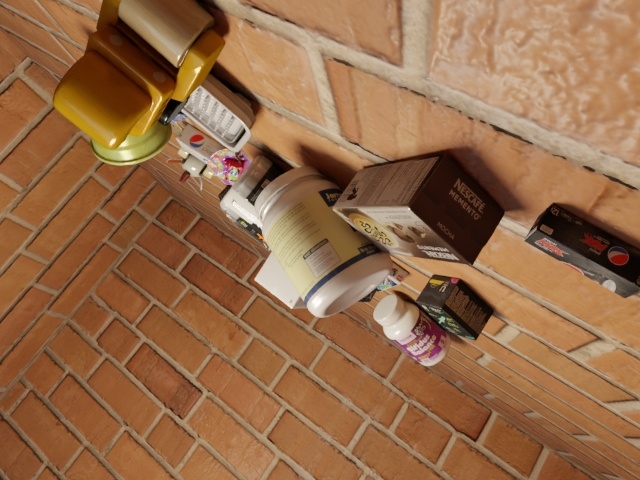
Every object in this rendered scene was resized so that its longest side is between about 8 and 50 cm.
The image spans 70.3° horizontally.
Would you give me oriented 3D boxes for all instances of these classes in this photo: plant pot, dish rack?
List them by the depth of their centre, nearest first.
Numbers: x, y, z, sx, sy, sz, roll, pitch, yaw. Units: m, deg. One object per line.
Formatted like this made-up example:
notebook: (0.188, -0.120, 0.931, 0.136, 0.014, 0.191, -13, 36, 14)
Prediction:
dish rack: (-0.304, -0.370, 1.132, 0.333, 0.072, 0.285, 39, 166, -15)
plant pot: (-0.653, -0.429, 1.464, 0.276, 0.276, 0.253, 31, 153, 21)

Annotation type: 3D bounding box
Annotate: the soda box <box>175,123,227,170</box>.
soda box: (-0.389, -0.311, 1.573, 0.216, 0.073, 0.069, 33, 167, 12)

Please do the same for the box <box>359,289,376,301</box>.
box: (0.078, 0.152, 1.649, 0.183, 0.059, 0.233, 34, -171, 28)

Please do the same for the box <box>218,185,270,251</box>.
box: (-0.310, -0.104, 1.948, 0.242, 0.076, 0.307, 42, -177, -28)

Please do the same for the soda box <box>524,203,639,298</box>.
soda box: (0.405, 0.016, 0.687, 0.169, 0.053, 0.060, 33, 167, 15)

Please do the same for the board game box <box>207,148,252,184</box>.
board game box: (-0.289, -0.230, 1.499, 0.168, 0.133, 0.033, 51, -156, -50)

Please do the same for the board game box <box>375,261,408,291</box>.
board game box: (0.176, 0.096, 1.602, 0.193, 0.053, 0.305, 37, 168, 2)

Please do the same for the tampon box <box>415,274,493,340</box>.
tampon box: (0.377, 0.186, 1.283, 0.161, 0.101, 0.120, 41, 166, -20)

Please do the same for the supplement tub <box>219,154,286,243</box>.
supplement tub: (-0.114, -0.080, 1.375, 0.338, 0.207, 0.207, 39, 167, -12)

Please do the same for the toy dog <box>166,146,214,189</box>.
toy dog: (-0.499, -0.275, 1.781, 0.220, 0.161, 0.333, 36, 169, 4)

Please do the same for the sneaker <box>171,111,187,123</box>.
sneaker: (-0.473, -0.440, 1.350, 0.087, 0.083, 0.221, 7, 157, 40)

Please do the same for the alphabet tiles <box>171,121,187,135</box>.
alphabet tiles: (-0.566, -0.461, 1.651, 0.198, 0.009, 0.237, 22, 161, 49)

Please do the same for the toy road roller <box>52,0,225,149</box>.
toy road roller: (-0.360, -0.322, 0.869, 0.202, 0.240, 0.330, 39, 142, -16)

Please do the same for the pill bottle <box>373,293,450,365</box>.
pill bottle: (0.355, 0.346, 1.783, 0.302, 0.169, 0.169, 40, 167, -18)

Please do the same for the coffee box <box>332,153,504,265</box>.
coffee box: (0.173, -0.057, 0.884, 0.168, 0.118, 0.297, 39, 168, -21)

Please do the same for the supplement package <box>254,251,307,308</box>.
supplement package: (-0.084, 0.136, 1.817, 0.199, 0.198, 0.263, 34, -175, 21)

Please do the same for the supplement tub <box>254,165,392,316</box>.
supplement tub: (0.000, 0.000, 1.133, 0.324, 0.236, 0.235, 56, 174, 19)
